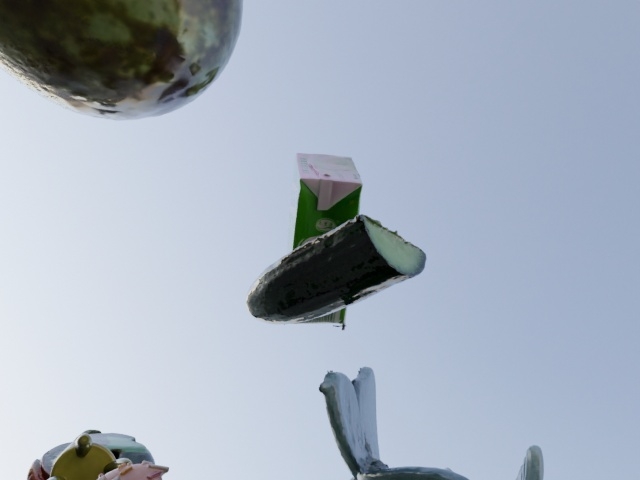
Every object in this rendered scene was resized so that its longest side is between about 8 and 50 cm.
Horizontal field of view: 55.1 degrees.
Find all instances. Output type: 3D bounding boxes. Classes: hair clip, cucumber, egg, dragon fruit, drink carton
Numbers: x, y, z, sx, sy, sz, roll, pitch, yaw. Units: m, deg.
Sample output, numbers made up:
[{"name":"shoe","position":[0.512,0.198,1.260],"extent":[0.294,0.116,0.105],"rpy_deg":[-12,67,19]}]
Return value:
[{"name":"hair clip","position":[0.112,0.321,0.694],"extent":[0.239,0.392,0.318],"rpy_deg":[6,-26,16]},{"name":"cucumber","position":[0.003,0.059,0.780],"extent":[0.244,0.063,0.115],"rpy_deg":[-28,-49,31]},{"name":"egg","position":[-0.212,-0.237,0.572],"extent":[0.238,0.289,0.238],"rpy_deg":[-9,-101,49]},{"name":"dragon fruit","position":[-0.475,0.504,1.336],"extent":[0.268,0.295,0.130],"rpy_deg":[6,-100,42]},{"name":"drink carton","position":[0.000,0.000,1.038],"extent":[0.108,0.161,0.271],"rpy_deg":[4,-67,-7]}]

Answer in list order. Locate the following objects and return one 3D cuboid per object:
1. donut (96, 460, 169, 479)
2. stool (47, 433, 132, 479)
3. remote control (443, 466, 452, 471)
[{"name":"donut","position":[-0.215,0.305,0.644],"extent":[0.065,0.117,0.166],"rpy_deg":[-66,-147,24]},{"name":"stool","position":[-0.388,0.390,1.018],"extent":[0.110,0.134,0.135],"rpy_deg":[-35,-115,58]},{"name":"remote control","position":[0.341,0.621,1.372],"extent":[0.244,0.047,0.087],"rpy_deg":[55,4,41]}]
